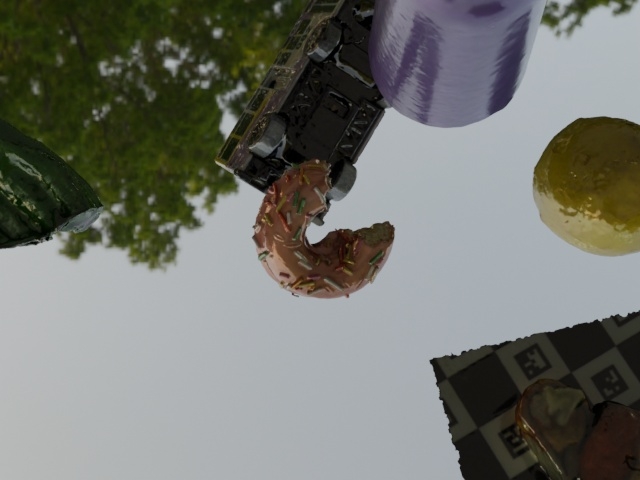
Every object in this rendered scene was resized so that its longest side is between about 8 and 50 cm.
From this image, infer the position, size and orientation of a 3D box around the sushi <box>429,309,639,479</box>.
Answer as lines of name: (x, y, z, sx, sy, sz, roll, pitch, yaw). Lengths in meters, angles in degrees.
sushi: (0.315, 0.240, 1.034, 0.320, 0.069, 0.339, -11, -109, -10)

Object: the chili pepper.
chili pepper: (-0.557, -0.103, 1.684, 0.385, 0.213, 0.167, 32, -170, 6)

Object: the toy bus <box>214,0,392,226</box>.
toy bus: (0.002, -0.277, 1.930, 0.209, 0.440, 0.249, 30, 180, -23)

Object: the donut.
donut: (0.000, 0.000, 1.561, 0.199, 0.233, 0.085, -49, -156, 1)

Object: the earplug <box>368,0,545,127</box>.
earplug: (0.157, -0.273, 1.120, 0.215, 0.456, 0.215, 0, -95, 4)

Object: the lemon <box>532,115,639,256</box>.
lemon: (0.513, -0.099, 1.795, 0.261, 0.260, 0.284, -3, -139, -12)
